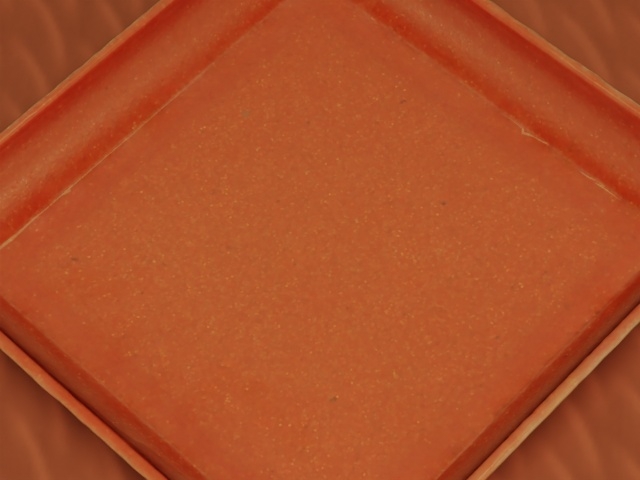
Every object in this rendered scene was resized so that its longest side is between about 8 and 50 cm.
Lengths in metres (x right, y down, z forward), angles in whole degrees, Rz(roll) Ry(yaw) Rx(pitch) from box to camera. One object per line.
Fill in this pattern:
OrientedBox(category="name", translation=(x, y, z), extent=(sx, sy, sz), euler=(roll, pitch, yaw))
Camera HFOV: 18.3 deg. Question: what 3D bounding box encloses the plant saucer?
OrientedBox(category="plant saucer", translation=(0.000, 0.000, 0.833), extent=(0.258, 0.047, 0.259), euler=(39, 69, 23))
